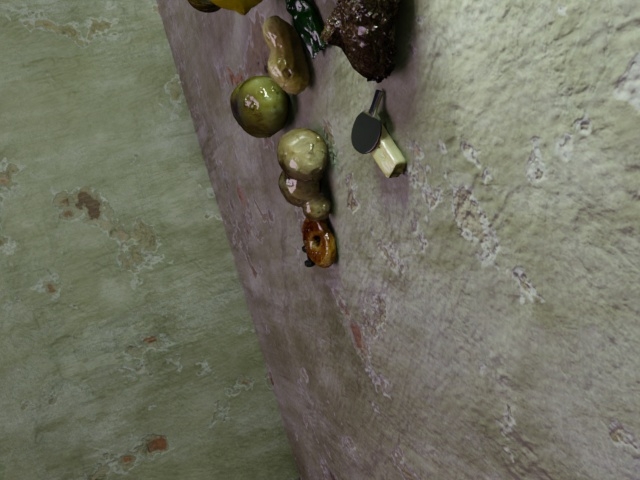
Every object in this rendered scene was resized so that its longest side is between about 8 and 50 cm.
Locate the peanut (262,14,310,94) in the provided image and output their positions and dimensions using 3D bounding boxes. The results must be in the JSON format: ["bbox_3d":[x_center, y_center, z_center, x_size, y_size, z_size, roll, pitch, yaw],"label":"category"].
[{"bbox_3d":[-0.107,-0.547,1.918,0.236,0.120,0.110,69,-160,-6],"label":"peanut"}]

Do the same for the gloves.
[{"bbox_3d":[0.096,-0.483,1.395,0.210,0.135,0.312,44,146,48],"label":"gloves"}]

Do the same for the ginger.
[{"bbox_3d":[-0.050,-0.207,2.039,0.244,0.155,0.304,42,153,44],"label":"ginger"}]

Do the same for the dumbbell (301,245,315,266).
[{"bbox_3d":[-0.044,0.056,2.385,0.040,0.036,0.083,-143,40,-62],"label":"dumbbell"}]

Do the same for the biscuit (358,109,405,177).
[{"bbox_3d":[0.147,-0.239,1.591,0.188,0.052,0.056,63,142,25],"label":"biscuit"}]

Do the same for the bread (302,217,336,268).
[{"bbox_3d":[0.000,0.000,2.186,0.193,0.064,0.193,41,139,50],"label":"bread"}]

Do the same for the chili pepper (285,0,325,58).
[{"bbox_3d":[-0.040,-0.599,1.785,0.224,0.061,0.098,68,153,19],"label":"chili pepper"}]

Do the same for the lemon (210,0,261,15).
[{"bbox_3d":[-0.252,-0.813,1.904,0.267,0.268,0.267,163,90,-71],"label":"lemon"}]

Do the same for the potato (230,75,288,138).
[{"bbox_3d":[-0.202,-0.452,2.181,0.307,0.173,0.210,-179,75,-73],"label":"potato"}]

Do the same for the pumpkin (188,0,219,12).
[{"bbox_3d":[-0.394,-0.941,2.298,0.260,0.190,0.260,-7,-90,-88],"label":"pumpkin"}]

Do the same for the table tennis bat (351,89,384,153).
[{"bbox_3d":[0.119,-0.287,1.576,0.095,0.014,0.158,37,117,42],"label":"table tennis bat"}]
